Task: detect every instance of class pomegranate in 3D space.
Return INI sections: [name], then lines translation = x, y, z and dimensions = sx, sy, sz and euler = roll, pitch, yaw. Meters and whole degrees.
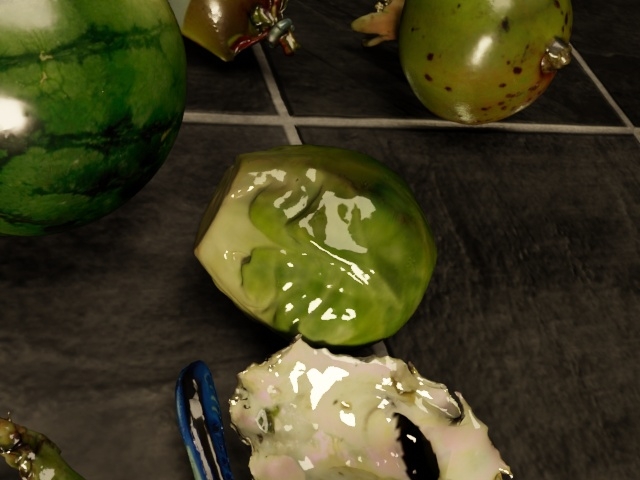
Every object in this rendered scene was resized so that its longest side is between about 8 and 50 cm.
[pomegranate]
translation = 0.151, -0.222, 0.842
dimensions = 0.246, 0.198, 0.198
euler = -5, 43, 18

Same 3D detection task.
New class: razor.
[razor]
translation = -0.044, 0.214, 0.449
dimensions = 0.056, 0.093, 0.324
euler = -27, 56, 0

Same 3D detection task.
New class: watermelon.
[watermelon]
translation = -0.215, -0.121, 0.535
dimensions = 0.243, 0.242, 0.242
euler = 13, 47, -14

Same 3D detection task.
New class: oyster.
[oyster]
translation = 0.037, 0.142, 0.533
dimensions = 0.209, 0.072, 0.132
euler = 5, 63, -8

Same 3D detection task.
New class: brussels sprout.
[brussels sprout]
translation = -0.001, 0.000, 0.596
dimensions = 0.181, 0.144, 0.161
euler = 34, 80, -9

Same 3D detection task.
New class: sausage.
[sausage]
translation = -0.153, -0.289, 0.797
dimensions = 0.318, 0.117, 0.125
euler = 32, 60, 2

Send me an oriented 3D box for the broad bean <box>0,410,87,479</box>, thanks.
[broad bean]
translation = -0.156, 0.228, 0.363
dimensions = 0.144, 0.049, 0.291
euler = 34, 36, -21
